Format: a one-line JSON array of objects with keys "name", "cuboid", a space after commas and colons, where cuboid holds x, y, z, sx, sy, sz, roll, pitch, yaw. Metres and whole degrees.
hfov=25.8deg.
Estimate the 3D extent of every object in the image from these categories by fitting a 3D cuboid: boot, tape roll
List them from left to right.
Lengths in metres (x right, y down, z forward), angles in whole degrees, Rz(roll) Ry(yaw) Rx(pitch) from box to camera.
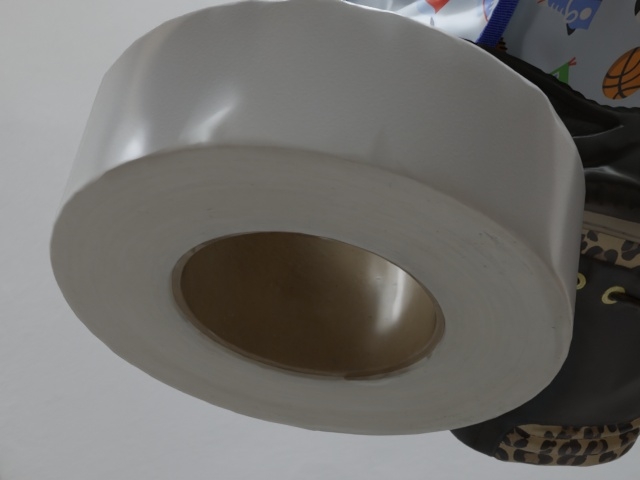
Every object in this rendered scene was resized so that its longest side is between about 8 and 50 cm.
[{"name": "tape roll", "cuboid": [0.000, 0.000, 0.769, 0.286, 0.286, 0.100, 25, -126, -21]}, {"name": "boot", "cuboid": [0.120, 0.018, 0.975, 0.378, 0.284, 0.138, 13, -133, -7]}]

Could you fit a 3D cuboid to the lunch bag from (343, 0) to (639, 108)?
[{"name": "lunch bag", "cuboid": [0.199, -0.176, 1.138, 0.328, 0.385, 0.238, -2, -113, -25]}]
